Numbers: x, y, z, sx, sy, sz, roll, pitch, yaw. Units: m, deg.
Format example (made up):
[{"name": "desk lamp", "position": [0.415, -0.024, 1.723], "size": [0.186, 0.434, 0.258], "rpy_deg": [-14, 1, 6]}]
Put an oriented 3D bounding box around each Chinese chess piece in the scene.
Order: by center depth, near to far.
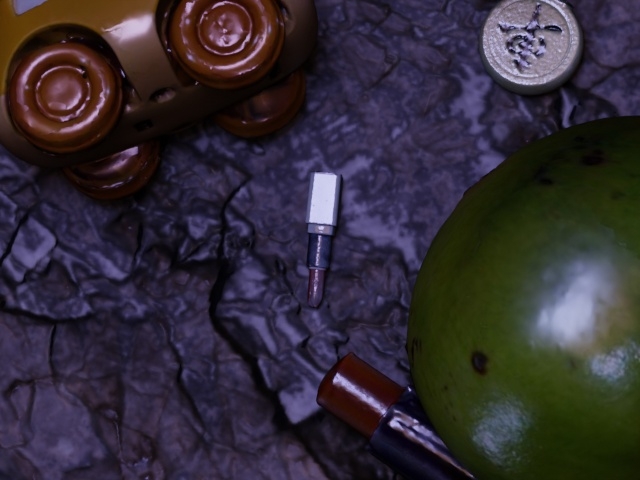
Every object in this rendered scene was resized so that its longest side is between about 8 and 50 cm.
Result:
[{"name": "Chinese chess piece", "position": [0.167, -0.157, 1.511], "size": [0.084, 0.034, 0.084], "rpy_deg": [-1, 82, 6]}]

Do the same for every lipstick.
[{"name": "lipstick", "position": [0.129, 0.184, 1.435], "size": [0.300, 0.081, 0.081], "rpy_deg": [33, 85, 9]}, {"name": "lipstick", "position": [0.000, 0.000, 1.506], "size": [0.025, 0.025, 0.107], "rpy_deg": [6, 88, 6]}]

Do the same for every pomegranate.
[{"name": "pomegranate", "position": [0.237, 0.065, 1.341], "size": [0.310, 0.216, 0.358], "rpy_deg": [-36, 68, -22]}]

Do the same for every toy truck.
[{"name": "toy truck", "position": [-0.127, -0.169, 1.454], "size": [0.288, 0.204, 0.211], "rpy_deg": [-21, 77, 2]}]
